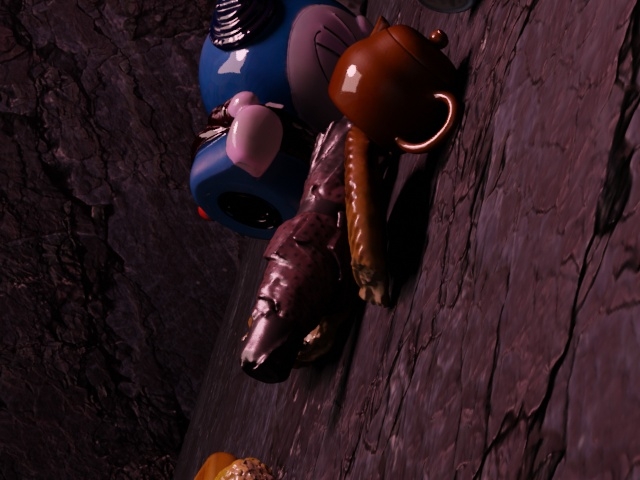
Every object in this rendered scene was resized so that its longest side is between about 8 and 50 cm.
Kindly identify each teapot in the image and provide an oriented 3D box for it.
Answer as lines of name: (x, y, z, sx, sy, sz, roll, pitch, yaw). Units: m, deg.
teapot: (0.075, -0.140, 1.125, 0.173, 0.116, 0.116, 58, 137, 46)

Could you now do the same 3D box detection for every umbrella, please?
umbrella: (0.000, 0.000, 1.304, 0.094, 0.090, 0.326, -4, 53, 41)

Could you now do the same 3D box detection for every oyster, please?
oyster: (-0.023, 0.088, 1.476, 0.345, 0.078, 0.129, 159, 129, -73)

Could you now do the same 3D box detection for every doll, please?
doll: (-0.039, -0.160, 1.515, 0.240, 0.284, 0.310, -6, 54, 37)

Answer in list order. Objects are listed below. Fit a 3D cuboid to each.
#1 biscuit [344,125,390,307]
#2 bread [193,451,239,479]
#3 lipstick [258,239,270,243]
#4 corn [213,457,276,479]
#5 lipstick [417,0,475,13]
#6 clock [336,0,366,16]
biscuit: (0.044, -0.019, 1.173, 0.228, 0.031, 0.176, 67, -162, -76)
bread: (-0.138, 0.378, 1.701, 0.092, 0.074, 0.239, -54, 14, 18)
lipstick: (-0.014, -0.147, 1.942, 0.087, 0.087, 0.327, 149, 138, -81)
corn: (-0.119, 0.367, 1.494, 0.101, 0.101, 0.292, -82, 13, -54)
lipstick: (0.139, -0.344, 1.197, 0.061, 0.068, 0.274, 130, 155, -67)
clock: (0.002, -0.286, 2.269, 0.325, 0.067, 0.325, -164, 90, -84)
